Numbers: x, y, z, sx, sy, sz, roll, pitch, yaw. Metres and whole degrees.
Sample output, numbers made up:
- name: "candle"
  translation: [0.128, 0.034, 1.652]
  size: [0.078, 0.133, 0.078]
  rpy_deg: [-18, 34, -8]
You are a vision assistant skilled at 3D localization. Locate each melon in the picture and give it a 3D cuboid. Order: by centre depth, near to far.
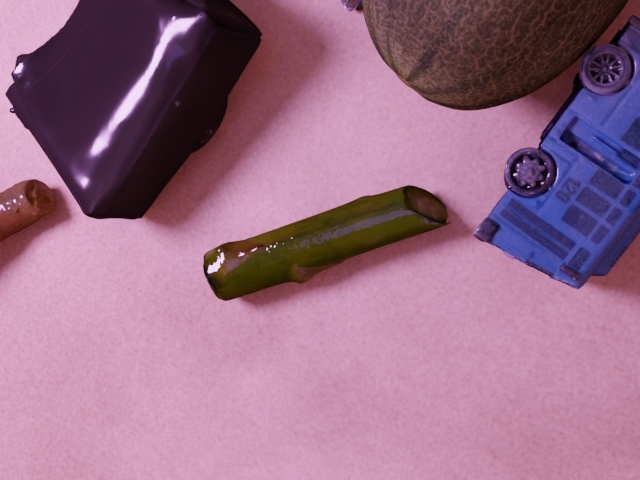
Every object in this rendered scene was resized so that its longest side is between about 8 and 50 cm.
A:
- name: "melon"
  translation: [0.164, -0.264, 0.750]
  size: [0.237, 0.237, 0.301]
  rpy_deg: [36, 99, 18]

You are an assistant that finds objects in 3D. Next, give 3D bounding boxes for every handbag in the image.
- name: "handbag"
  translation: [-0.228, -0.197, 0.964]
  size: [0.257, 0.113, 0.285]
  rpy_deg: [46, 110, 22]

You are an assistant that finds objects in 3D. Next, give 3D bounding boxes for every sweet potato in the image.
- name: "sweet potato"
  translation: [-0.504, 0.035, 1.064]
  size: [0.385, 0.109, 0.109]
  rpy_deg: [-38, 76, 14]

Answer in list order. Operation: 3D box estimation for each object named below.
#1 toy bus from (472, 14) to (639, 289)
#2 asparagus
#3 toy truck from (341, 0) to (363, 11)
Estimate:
- name: "toy bus"
  translation: [0.252, -0.069, 0.770]
  size: [0.133, 0.116, 0.234]
  rpy_deg: [36, 98, 9]
- name: "asparagus"
  translation: [-0.001, 0.000, 0.896]
  size: [0.278, 0.060, 0.067]
  rpy_deg: [-21, 70, 18]
- name: "toy truck"
  translation: [0.062, -0.300, 0.884]
  size: [0.123, 0.063, 0.052]
  rpy_deg: [-32, 78, 16]
